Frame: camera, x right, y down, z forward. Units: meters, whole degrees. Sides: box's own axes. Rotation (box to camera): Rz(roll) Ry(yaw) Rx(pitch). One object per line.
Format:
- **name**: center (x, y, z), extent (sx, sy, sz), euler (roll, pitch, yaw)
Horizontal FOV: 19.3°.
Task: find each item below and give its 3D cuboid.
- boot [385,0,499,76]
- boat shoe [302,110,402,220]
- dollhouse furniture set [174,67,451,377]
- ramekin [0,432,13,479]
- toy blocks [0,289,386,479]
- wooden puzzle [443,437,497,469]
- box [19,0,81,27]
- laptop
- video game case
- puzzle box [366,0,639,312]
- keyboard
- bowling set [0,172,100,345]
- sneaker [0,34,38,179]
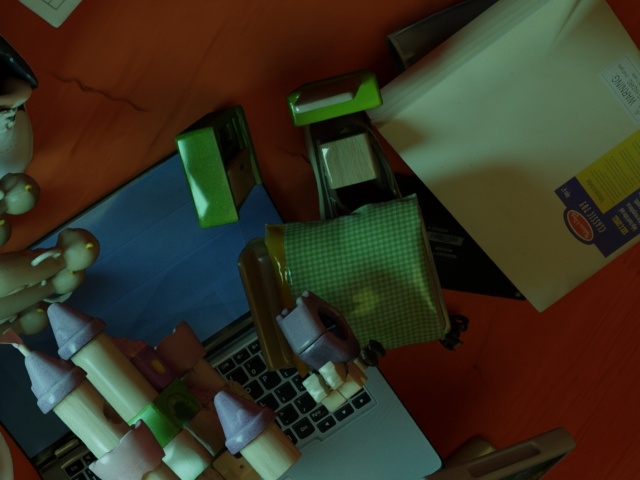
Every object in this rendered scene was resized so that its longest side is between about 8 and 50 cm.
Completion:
- **boot**: center (0.190, -0.198, 2.048), extent (0.208, 0.076, 0.189), euler (-37, 119, -12)
- **boat shoe**: center (0.046, -0.035, 2.032), extent (0.095, 0.095, 0.257), euler (-28, 120, -8)
- **dollhouse furniture set**: center (0.000, 0.000, 1.900), extent (0.198, 0.151, 0.301), euler (-14, 102, 10)
- **ramekin**: center (-0.465, 0.233, 1.919), extent (0.277, 0.135, 0.277), euler (-15, 127, -21)
- **toy blocks**: center (-0.157, 0.140, 1.812), extent (0.309, 0.288, 0.260), euler (-41, 91, 20)
- **wooden puzzle**: center (0.184, 0.391, 2.464), extent (0.221, 0.044, 0.238), euler (-39, 132, -1)
- **box**: center (-0.309, -0.336, 1.630), extent (0.148, 0.121, 0.311), euler (-48, 131, 6)
- **laptop**: center (-0.136, 0.167, 2.008), extent (0.382, 0.408, 0.236), euler (-34, 165, -6)
- **video game case**: center (0.116, 0.350, 2.212), extent (0.300, 0.036, 0.329), euler (-10, 148, -51)
- **puzzle box**: center (0.256, -0.106, 2.083), extent (0.272, 0.052, 0.409), euler (-37, 136, 7)
- **keyboard**: center (0.123, 0.028, 2.191), extent (0.317, 0.033, 0.201), euler (10, 108, -34)
- **bowling set**: center (-0.321, -0.010, 1.811), extent (0.154, 0.200, 0.287), euler (-19, 172, -33)
- **sneaker**: center (-0.312, -0.125, 1.752), extent (0.094, 0.153, 0.235), euler (-22, 129, -15)
